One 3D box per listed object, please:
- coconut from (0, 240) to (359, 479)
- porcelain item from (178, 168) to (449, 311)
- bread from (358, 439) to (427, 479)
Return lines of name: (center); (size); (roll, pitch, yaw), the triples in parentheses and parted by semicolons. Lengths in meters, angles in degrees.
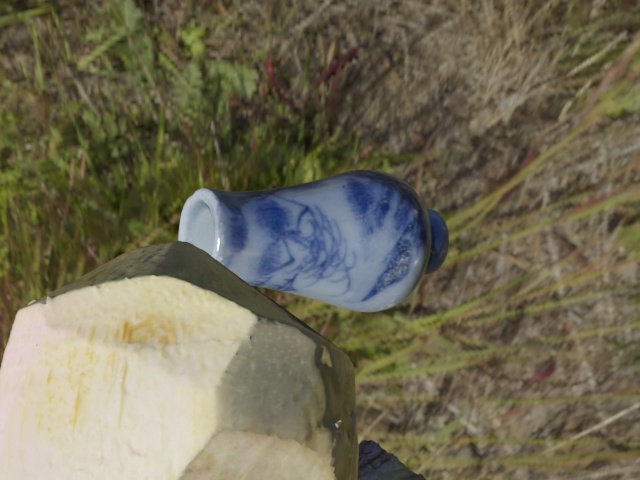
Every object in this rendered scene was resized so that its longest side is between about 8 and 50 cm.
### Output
coconut: (-0.085, 0.116, 0.738); (0.236, 0.197, 0.237); (-8, 64, 16)
porcelain item: (0.000, 0.000, 1.220); (0.259, 0.141, 0.141); (0, 66, -30)
bread: (-0.001, 0.328, 0.967); (0.338, 0.155, 0.187); (-52, 42, -10)
